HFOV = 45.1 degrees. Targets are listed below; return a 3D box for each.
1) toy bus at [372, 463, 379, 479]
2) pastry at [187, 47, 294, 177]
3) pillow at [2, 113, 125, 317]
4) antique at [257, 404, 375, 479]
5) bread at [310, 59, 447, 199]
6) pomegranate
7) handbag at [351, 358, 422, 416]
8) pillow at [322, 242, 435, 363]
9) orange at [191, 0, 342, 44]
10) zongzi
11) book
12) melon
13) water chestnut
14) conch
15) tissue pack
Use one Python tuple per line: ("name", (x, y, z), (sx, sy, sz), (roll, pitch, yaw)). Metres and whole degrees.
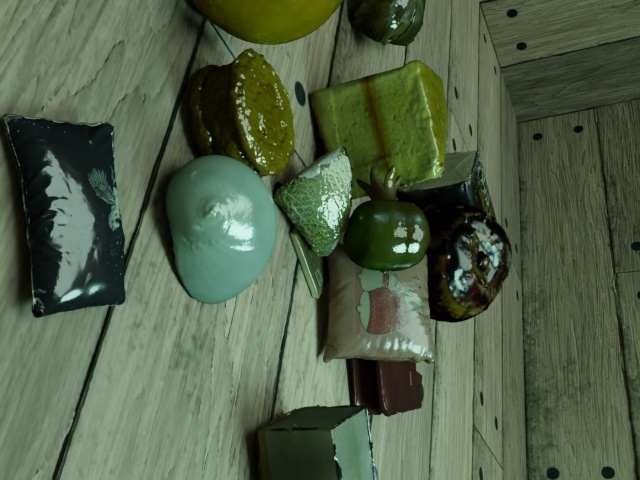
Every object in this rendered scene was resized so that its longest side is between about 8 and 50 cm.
("toy bus", (0.089, 0.495, 1.427), (0.051, 0.061, 0.153), (6, 76, -64))
("pastry", (-0.115, -0.179, 1.136), (0.188, 0.103, 0.189), (-9, 90, -66))
("pillow", (-0.261, -0.029, 0.818), (0.141, 0.055, 0.208), (-4, 85, -58))
("antique", (-0.009, 0.332, 1.149), (0.146, 0.147, 0.152), (-3, 85, -66))
("bread", (0.162, -0.234, 1.619), (0.361, 0.233, 0.245), (-19, 96, -68))
("pomegranate", (0.114, -0.035, 1.389), (0.131, 0.152, 0.191), (123, -36, -56))
("handbag", (0.139, 0.234, 1.605), (0.275, 0.084, 0.260), (11, 72, -66))
("pillow", (0.108, 0.118, 1.439), (0.223, 0.084, 0.236), (8, 69, -20))
("orange", (-0.085, -0.429, 1.140), (0.279, 0.235, 0.279), (26, 55, -45))
("zongzi", (0.213, -0.621, 1.863), (0.300, 0.138, 0.286), (-65, 166, 19))
("book", (0.000, 0.000, 1.448), (0.199, 0.016, 0.138), (-59, 135, -55))
("melon", (-0.023, -0.072, 1.347), (0.139, 0.093, 0.203), (1, 100, -33))
("water chestnut", (0.296, 0.053, 1.829), (0.300, 0.300, 0.300), (-8, 90, -67))
("conch", (-0.132, -0.009, 1.055), (0.185, 0.121, 0.221), (-50, 140, -22))
("tissue pack", (0.348, -0.039, 2.032), (0.198, 0.210, 0.370), (-60, 138, -47))
